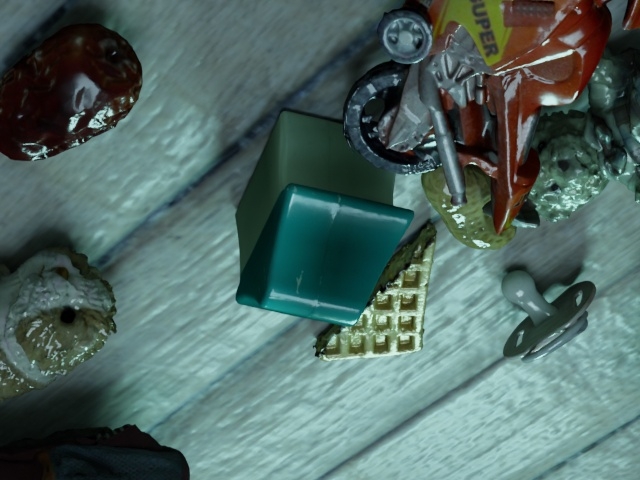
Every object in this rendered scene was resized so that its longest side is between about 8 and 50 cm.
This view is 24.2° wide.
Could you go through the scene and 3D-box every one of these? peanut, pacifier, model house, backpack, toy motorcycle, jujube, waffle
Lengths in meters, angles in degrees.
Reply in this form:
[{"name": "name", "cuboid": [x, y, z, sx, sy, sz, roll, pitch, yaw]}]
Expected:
[{"name": "peanut", "cuboid": [0.117, -0.029, 1.164, 0.054, 0.054, 0.113, -27, 135, 19]}, {"name": "pacifier", "cuboid": [0.182, 0.058, 1.250, 0.099, 0.081, 0.078, -36, 100, 26]}, {"name": "model house", "cuboid": [0.000, 0.000, 1.107, 0.100, 0.149, 0.127, 13, 133, -15]}, {"name": "backpack", "cuboid": [-0.275, 0.282, 1.325, 0.317, 0.197, 0.283, 3, 136, -3]}, {"name": "toy motorcycle", "cuboid": [0.130, -0.146, 1.006, 0.171, 0.089, 0.298, 24, 124, -6]}, {"name": "jujube", "cuboid": [-0.181, -0.099, 1.039, 0.129, 0.077, 0.077, -32, 130, 31]}, {"name": "waffle", "cuboid": [0.046, 0.045, 1.246, 0.097, 0.023, 0.153, -2, 137, -6]}]

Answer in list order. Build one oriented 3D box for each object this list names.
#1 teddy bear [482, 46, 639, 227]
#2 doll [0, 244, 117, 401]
[{"name": "teddy bear", "cuboid": [0.223, -0.082, 1.096, 0.213, 0.133, 0.111, -22, -179, 40]}, {"name": "doll", "cuboid": [-0.267, 0.077, 1.180, 0.221, 0.105, 0.115, -16, 141, 6]}]
